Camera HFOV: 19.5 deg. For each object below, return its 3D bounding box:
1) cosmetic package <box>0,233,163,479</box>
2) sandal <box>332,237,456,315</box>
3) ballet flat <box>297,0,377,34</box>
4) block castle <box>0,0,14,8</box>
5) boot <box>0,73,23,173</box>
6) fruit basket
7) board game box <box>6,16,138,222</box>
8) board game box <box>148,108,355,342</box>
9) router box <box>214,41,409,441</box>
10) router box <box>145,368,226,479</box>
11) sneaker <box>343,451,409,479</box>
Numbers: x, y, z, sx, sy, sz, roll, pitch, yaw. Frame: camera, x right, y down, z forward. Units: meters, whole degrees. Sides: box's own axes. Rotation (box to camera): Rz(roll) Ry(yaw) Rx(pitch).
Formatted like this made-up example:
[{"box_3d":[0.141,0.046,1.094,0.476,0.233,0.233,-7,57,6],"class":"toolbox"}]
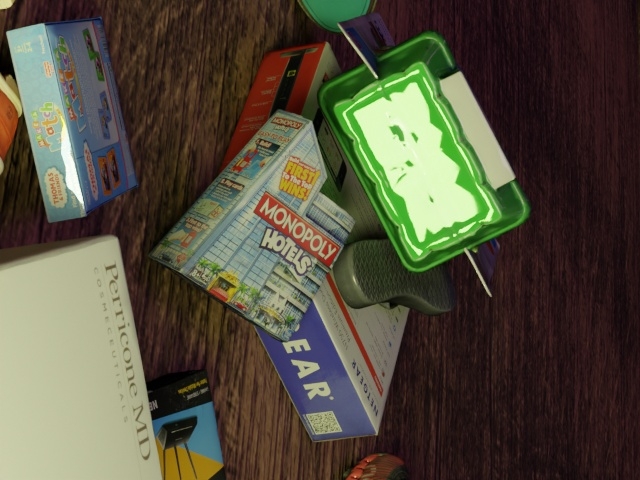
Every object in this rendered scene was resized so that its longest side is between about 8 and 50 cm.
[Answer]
[{"box_3d":[-0.281,0.142,1.229,0.453,0.161,0.230,-22,103,-68],"class":"cosmetic package"},{"box_3d":[0.076,0.037,2.079,0.254,0.054,0.097,9,66,-58],"class":"sandal"},{"box_3d":[-0.011,-0.413,2.177,0.123,0.123,0.348,-67,142,-53],"class":"ballet flat"},{"box_3d":[-0.226,-0.304,1.154,0.303,0.453,0.213,-72,154,-46],"class":"block castle"},{"box_3d":[-0.285,-0.111,1.456,0.158,0.059,0.084,50,42,-54],"class":"boot"},{"box_3d":[0.130,-0.111,2.067,0.327,0.165,0.353,62,16,-3],"class":"fruit basket"},{"box_3d":[-0.209,-0.109,1.596,0.211,0.039,0.160,-57,136,-81],"class":"board game box"},{"box_3d":[-0.042,-0.018,1.827,0.194,0.060,0.194,35,82,-42],"class":"board game box"},{"box_3d":[0.000,0.000,2.072,0.301,0.082,0.335,-72,146,-48],"class":"router box"},{"box_3d":[-0.146,0.197,1.688,0.179,0.046,0.133,-18,99,-68],"class":"router box"},{"box_3d":[0.074,0.325,2.061,0.276,0.135,0.097,-61,135,-59],"class":"sneaker"}]
